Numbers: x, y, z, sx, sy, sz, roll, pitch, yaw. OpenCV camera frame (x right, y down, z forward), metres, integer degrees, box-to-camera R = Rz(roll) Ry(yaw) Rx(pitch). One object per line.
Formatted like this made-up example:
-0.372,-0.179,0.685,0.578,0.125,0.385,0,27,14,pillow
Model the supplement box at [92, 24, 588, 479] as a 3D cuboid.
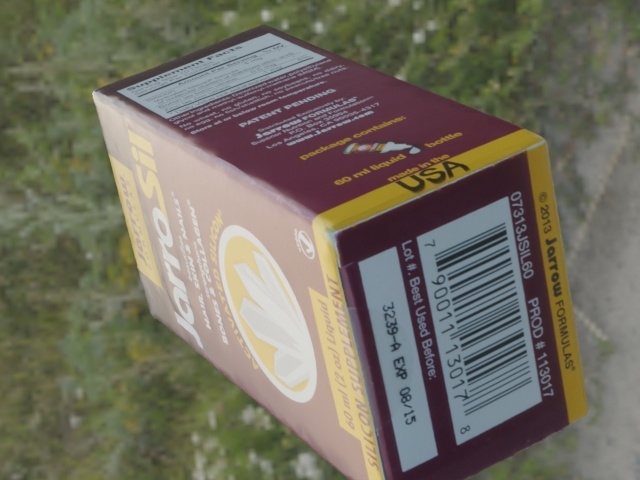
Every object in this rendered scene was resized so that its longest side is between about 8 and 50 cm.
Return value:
0.000,0.000,0.551,0.188,0.081,0.104,31,138,56,supplement box
